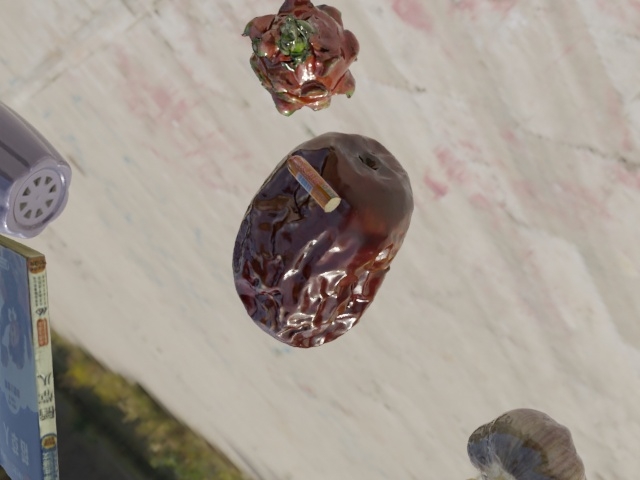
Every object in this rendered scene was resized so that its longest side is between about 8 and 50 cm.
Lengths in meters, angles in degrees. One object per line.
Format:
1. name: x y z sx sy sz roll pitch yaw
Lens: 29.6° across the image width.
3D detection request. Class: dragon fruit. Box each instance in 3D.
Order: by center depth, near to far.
1. dragon fruit: -0.027 -0.243 1.503 0.137 0.135 0.236 62 -175 20

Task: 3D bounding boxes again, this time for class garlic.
1. garlic: 0.252 0.264 1.421 0.159 0.102 0.147 13 124 58

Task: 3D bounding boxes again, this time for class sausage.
1. sausage: -0.014 -0.088 1.753 0.107 0.031 0.031 49 167 22

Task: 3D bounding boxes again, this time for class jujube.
1. jujube: -0.001 0.000 2.086 0.276 0.377 0.276 27 -152 -16

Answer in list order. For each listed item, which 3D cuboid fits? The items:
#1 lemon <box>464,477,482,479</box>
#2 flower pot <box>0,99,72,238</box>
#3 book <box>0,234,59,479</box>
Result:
1. lemon: 0.249 0.418 1.964 0.065 0.065 0.092 47 169 2
2. flower pot: -0.635 -0.132 2.370 0.243 0.265 0.265 31 159 27
3. book: -0.508 0.215 2.052 0.300 0.039 0.428 13 107 60
